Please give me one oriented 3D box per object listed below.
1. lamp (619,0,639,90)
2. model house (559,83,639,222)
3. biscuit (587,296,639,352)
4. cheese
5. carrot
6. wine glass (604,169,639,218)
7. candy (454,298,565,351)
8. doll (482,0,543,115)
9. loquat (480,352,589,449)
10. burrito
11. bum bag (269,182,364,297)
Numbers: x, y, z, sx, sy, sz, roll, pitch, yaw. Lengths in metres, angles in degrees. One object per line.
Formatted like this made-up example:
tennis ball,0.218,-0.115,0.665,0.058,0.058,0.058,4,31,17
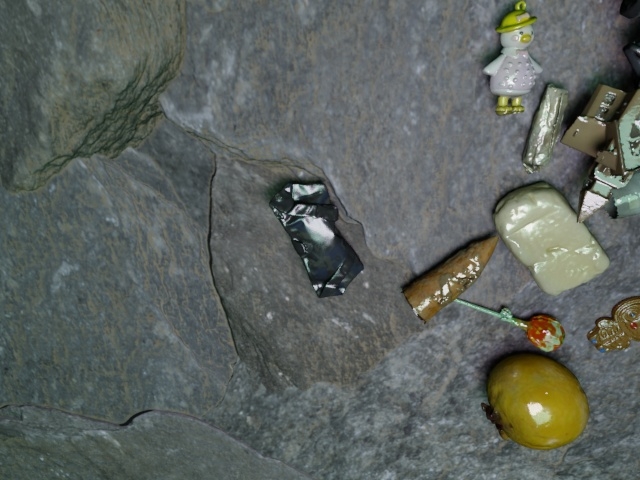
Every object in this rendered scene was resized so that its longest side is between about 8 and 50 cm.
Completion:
lamp,0.654,-0.437,0.782,0.272,0.205,0.374,46,125,-8
model house,0.548,-0.153,0.930,0.176,0.181,0.248,28,102,12
biscuit,0.740,0.209,1.158,0.124,0.026,0.175,43,110,-11
cheese,0.501,-0.004,1.059,0.159,0.093,0.263,-37,103,15
carrot,0.309,0.078,1.115,0.102,0.102,0.263,42,107,-12
wine glass,0.732,-0.113,0.896,0.309,0.264,0.096,-19,100,13
candy,0.450,0.187,1.167,0.287,0.084,0.078,20,110,8
doll,0.377,-0.352,0.933,0.129,0.081,0.207,-6,111,-12
loquat,0.508,0.389,1.152,0.243,0.244,0.244,2,113,5
burrito,0.467,-0.225,0.996,0.058,0.045,0.188,20,118,25
bum bag,0.000,0.000,1.121,0.137,0.074,0.310,-25,115,2
